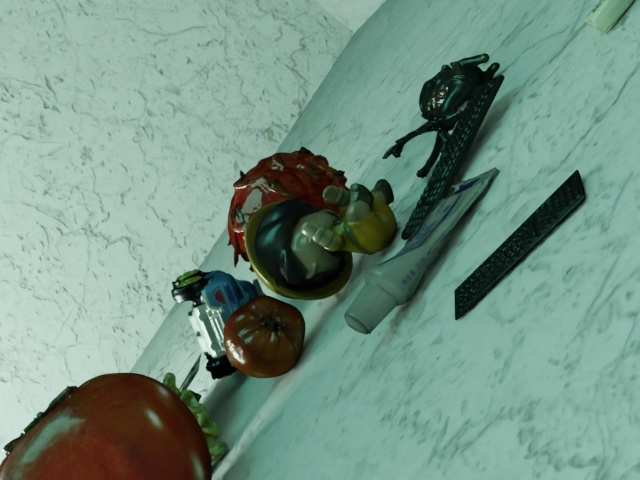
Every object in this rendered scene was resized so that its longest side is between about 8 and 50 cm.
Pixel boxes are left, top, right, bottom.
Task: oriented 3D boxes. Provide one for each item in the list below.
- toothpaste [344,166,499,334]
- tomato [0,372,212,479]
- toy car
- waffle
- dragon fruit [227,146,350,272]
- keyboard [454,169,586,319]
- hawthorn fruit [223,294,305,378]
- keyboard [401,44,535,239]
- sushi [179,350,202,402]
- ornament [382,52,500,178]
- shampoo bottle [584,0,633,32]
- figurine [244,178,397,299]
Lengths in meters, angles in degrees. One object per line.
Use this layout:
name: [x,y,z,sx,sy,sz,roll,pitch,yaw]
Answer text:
toothpaste: [0.130,0.011,1.325,0.099,0.068,0.282,18,58,47]
tomato: [-0.314,0.355,1.454,0.325,0.290,0.293,-43,-1,-13]
toy car: [-0.180,0.141,1.927,0.166,0.198,0.314,-21,4,-7]
waffle: [-0.273,0.346,1.660,0.223,0.204,0.054,-48,-22,4]
dragon fruit: [-0.056,-0.051,1.853,0.241,0.241,0.252,165,113,-73]
keyboard: [0.213,0.006,1.088,0.202,0.011,0.067,-48,13,27]
hawthorn fruit: [-0.094,0.161,1.599,0.132,0.133,0.138,-61,-1,-34]
keyboard: [0.225,-0.167,1.503,0.381,0.041,0.103,-56,11,-14]
sushi: [-0.278,0.375,1.861,0.320,0.069,0.339,-59,5,-4]
ornament: [0.184,-0.196,1.672,0.236,0.080,0.202,-58,15,-23]
shampoo bottle: [0.402,-0.332,1.294,0.141,0.034,0.049,-50,4,15]
figurine: [0.002,0.004,1.608,0.257,0.167,0.192,-15,20,37]
